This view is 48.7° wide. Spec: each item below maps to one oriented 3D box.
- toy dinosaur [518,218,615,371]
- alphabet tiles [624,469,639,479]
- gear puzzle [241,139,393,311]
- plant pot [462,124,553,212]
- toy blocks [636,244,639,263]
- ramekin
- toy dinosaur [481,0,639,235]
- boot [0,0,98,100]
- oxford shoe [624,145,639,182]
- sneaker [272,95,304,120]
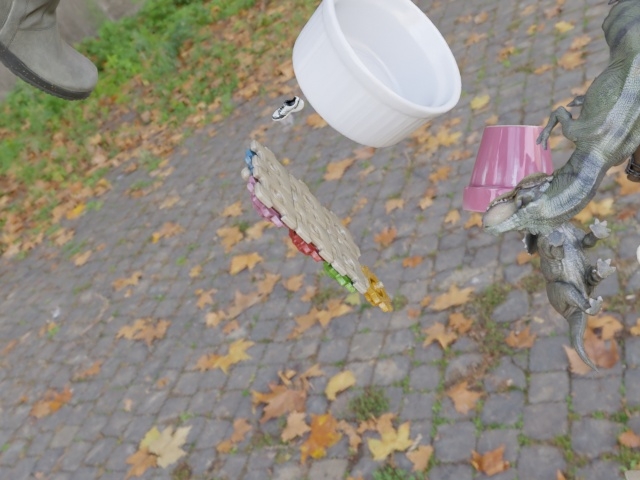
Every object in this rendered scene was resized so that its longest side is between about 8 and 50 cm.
[{"bbox_3d":[0.407,0.052,1.154,0.121,0.313,0.160,-25,-8,-4],"label":"toy dinosaur"},{"bbox_3d":[0.338,0.183,0.392,0.285,0.011,0.342,-9,9,17],"label":"alphabet tiles"},{"bbox_3d":[0.000,0.000,1.061,0.044,0.339,0.175,-37,32,16],"label":"gear puzzle"},{"bbox_3d":[0.406,-0.148,1.490,0.201,0.180,0.201,2,6,0],"label":"plant pot"},{"bbox_3d":[0.598,-0.001,1.115,0.123,0.054,0.148,-8,-17,-24],"label":"toy blocks"},{"bbox_3d":[0.087,-0.289,1.170,0.135,0.277,0.277,-38,18,41],"label":"ramekin"},{"bbox_3d":[0.187,-0.113,0.413,0.268,0.064,0.118,-61,2,17],"label":"toy dinosaur"},{"bbox_3d":[-0.284,-0.250,0.732,0.161,0.246,0.083,-44,65,10],"label":"boot"},{"bbox_3d":[0.607,-0.149,1.301,0.096,0.227,0.083,-50,53,11],"label":"oxford shoe"},{"bbox_3d":[-0.080,-0.304,1.612,0.083,0.037,0.032,-28,58,16],"label":"sneaker"}]
